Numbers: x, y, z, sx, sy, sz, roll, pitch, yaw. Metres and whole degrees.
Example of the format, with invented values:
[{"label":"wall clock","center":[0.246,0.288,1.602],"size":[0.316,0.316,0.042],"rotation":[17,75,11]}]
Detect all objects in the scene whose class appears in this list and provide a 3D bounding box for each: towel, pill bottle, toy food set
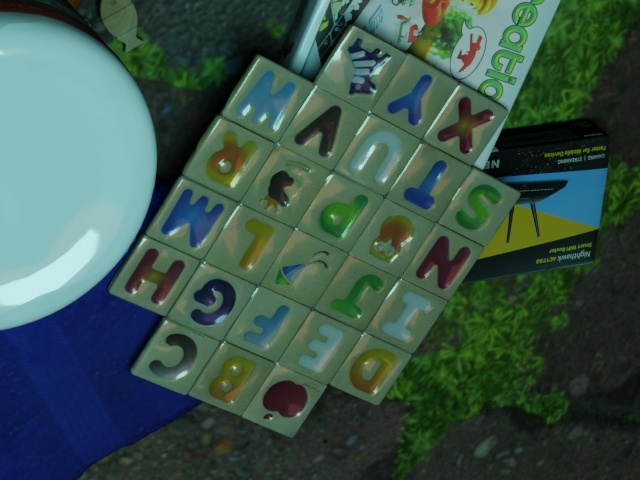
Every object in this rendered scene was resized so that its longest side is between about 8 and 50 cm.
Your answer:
[{"label":"towel","center":[-0.208,0.093,1.600],"size":[0.308,0.076,0.227],"rotation":[-31,134,-9]},{"label":"pill bottle","center":[-0.262,-0.110,1.264],"size":[0.210,0.363,0.210],"rotation":[-12,122,-21]},{"label":"toy food set","center":[-0.188,-0.189,1.476],"size":[0.078,0.019,0.122],"rotation":[-25,134,-12]}]

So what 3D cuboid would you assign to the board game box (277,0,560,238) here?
[{"label":"board game box","center":[0.078,-0.168,1.574],"size":[0.193,0.053,0.305],"rotation":[17,109,-17]}]

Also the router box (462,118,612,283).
[{"label":"router box","center":[0.171,-0.034,1.730],"size":[0.179,0.046,0.133],"rotation":[-8,120,-22]}]

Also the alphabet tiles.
[{"label":"alphabet tiles","center":[0.000,0.000,1.573],"size":[0.285,0.011,0.342],"rotation":[26,105,-32]}]
